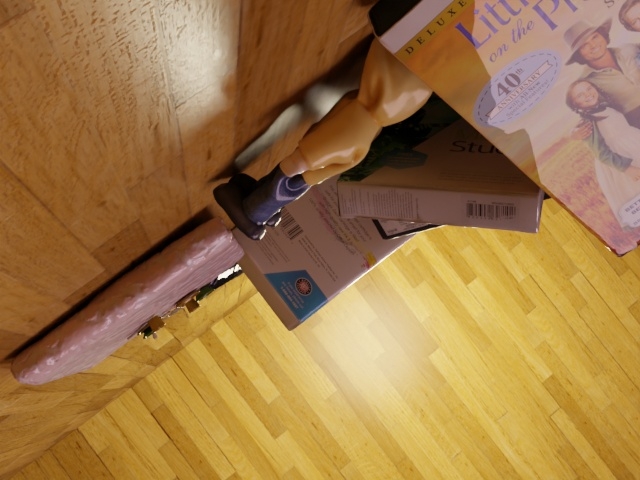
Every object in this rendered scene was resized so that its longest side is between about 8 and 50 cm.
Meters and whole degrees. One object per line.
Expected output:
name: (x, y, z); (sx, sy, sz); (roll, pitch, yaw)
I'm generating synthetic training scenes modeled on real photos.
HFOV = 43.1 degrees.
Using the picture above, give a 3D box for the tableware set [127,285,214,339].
tableware set: (-0.231, 0.118, 1.287); (0.104, 0.024, 0.154); (-38, 176, 24)

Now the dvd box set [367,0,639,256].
dvd box set: (0.295, -0.182, 0.768); (0.307, 0.420, 0.062); (-40, -144, 23)

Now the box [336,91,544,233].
box: (0.175, -0.121, 1.036); (0.232, 0.058, 0.322); (5, -148, 17)

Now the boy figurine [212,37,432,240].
boy figurine: (0.006, -0.114, 0.903); (0.285, 0.092, 0.177); (-41, -178, 27)

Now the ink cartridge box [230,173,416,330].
ink cartridge box: (0.000, 0.000, 1.467); (0.270, 0.198, 0.197); (-36, 176, -13)

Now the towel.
towel: (-0.260, 0.086, 1.186); (0.332, 0.053, 0.317); (-37, 177, -4)

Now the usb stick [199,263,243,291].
usb stick: (-0.171, 0.047, 1.624); (0.077, 0.045, 0.278); (-47, 173, 25)

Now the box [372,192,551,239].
box: (0.296, -0.155, 1.299); (0.395, 0.097, 0.318); (-16, -155, 39)
